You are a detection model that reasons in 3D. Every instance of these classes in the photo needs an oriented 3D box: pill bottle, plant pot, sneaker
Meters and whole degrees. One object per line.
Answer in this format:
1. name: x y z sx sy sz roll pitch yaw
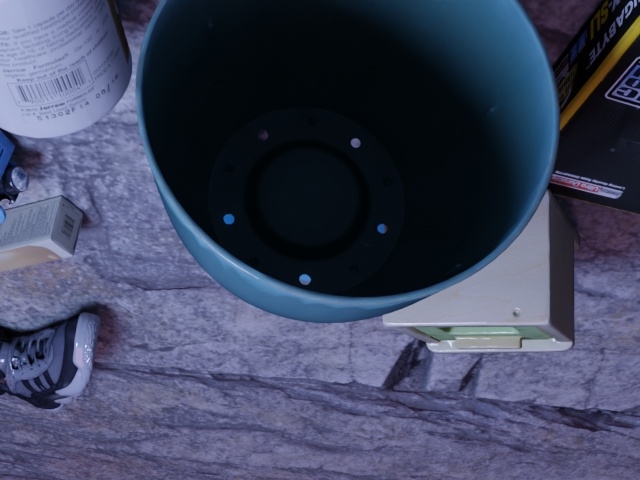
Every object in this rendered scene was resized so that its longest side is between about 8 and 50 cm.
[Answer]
1. pill bottle: -0.225 -0.194 0.772 0.131 0.131 0.229 2 147 6
2. plant pot: 0.007 -0.066 0.819 0.293 0.293 0.235 9 163 -6
3. sneaker: -0.393 0.157 1.403 0.153 0.101 0.268 15 150 -21

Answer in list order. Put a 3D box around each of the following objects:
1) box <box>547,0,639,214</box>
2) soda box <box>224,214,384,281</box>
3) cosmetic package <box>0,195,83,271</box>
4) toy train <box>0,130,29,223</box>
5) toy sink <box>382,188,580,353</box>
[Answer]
1. box: 0.358 -0.107 0.882 0.322 0.079 0.257 13 146 -11
2. soda box: 0.000 0.000 1.115 0.210 0.071 0.067 7 150 -2
3. cosmetic package: -0.326 -0.005 1.168 0.115 0.060 0.041 -10 146 27
4. toy train: -0.388 -0.065 1.068 0.184 0.080 0.105 -8 138 24
5. toy sink: 0.167 0.041 1.026 0.152 0.131 0.234 -2 169 20
